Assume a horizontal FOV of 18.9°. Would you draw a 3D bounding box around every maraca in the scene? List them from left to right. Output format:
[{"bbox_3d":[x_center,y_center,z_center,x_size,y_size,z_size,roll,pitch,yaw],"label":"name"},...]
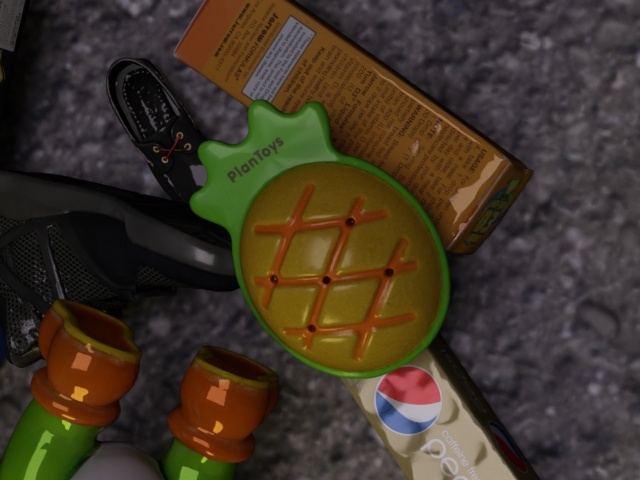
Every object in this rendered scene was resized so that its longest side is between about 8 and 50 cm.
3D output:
[{"bbox_3d":[0.000,0.000,1.182,0.127,0.099,0.185,-38,91,12],"label":"maraca"}]

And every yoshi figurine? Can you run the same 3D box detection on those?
[{"bbox_3d":[-0.158,0.228,1.249,0.203,0.203,0.362,22,95,35],"label":"yoshi figurine"}]

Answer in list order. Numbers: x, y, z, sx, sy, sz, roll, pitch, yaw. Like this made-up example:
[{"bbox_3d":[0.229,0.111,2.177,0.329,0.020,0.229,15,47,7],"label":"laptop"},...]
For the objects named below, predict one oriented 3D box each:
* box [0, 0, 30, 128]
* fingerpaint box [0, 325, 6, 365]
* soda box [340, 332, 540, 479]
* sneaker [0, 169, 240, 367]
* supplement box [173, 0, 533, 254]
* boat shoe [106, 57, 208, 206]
[{"bbox_3d":[-0.313,-0.114,1.352,0.220,0.051,0.175,14,91,35],"label":"box"},{"bbox_3d":[-0.417,0.220,1.231,0.163,0.371,0.445,25,94,18],"label":"fingerpaint box"},{"bbox_3d":[0.081,0.128,1.236,0.061,0.058,0.181,-37,76,13],"label":"soda box"},{"bbox_3d":[-0.139,0.030,1.289,0.227,0.087,0.130,11,97,33],"label":"sneaker"},{"bbox_3d":[0.021,-0.085,1.257,0.233,0.078,0.080,35,98,17],"label":"supplement box"},{"bbox_3d":[-0.105,-0.068,1.317,0.049,0.042,0.133,-34,79,12],"label":"boat shoe"}]
